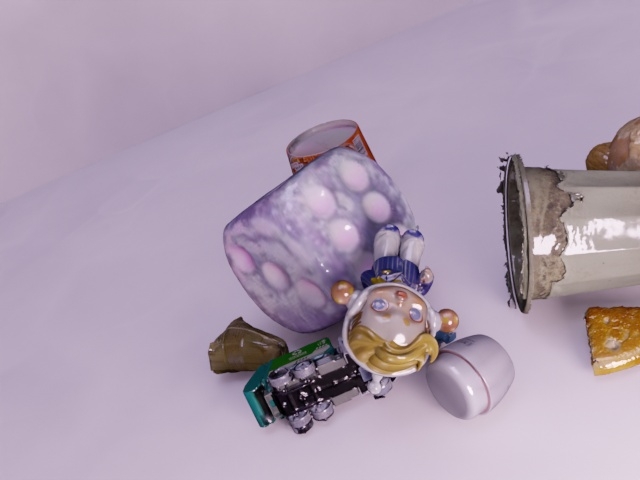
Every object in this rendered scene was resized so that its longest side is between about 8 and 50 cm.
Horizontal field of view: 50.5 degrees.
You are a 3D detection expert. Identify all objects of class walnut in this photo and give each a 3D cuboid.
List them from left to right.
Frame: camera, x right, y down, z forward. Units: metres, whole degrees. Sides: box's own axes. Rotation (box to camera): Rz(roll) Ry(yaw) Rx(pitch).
[{"bbox_3d":[0.608,-0.151,1.400,0.105,0.105,0.124,-23,40,-1],"label":"walnut"}]

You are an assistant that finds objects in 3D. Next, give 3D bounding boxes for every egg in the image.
[{"bbox_3d":[0.643,-0.143,1.255,0.234,0.194,0.195,0,17,-31],"label":"egg"}]

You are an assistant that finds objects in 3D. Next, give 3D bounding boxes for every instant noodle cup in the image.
[{"bbox_3d":[0.037,-0.182,1.745,0.251,0.192,0.250,-16,30,10],"label":"instant noodle cup"}]

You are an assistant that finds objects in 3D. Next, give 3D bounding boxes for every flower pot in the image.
[{"bbox_3d":[0.444,-0.023,1.145,0.259,0.290,0.290,-4,32,11],"label":"flower pot"}]

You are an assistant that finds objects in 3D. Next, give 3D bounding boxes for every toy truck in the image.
[{"bbox_3d":[-0.003,0.235,1.164,0.254,0.114,0.124,-23,18,-2],"label":"toy truck"}]

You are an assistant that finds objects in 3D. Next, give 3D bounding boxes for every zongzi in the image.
[{"bbox_3d":[-0.112,0.193,1.352,0.189,0.081,0.178,-5,23,18],"label":"zongzi"}]

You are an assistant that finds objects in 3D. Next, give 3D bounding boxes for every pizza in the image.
[{"bbox_3d":[0.465,0.146,1.053,0.178,0.041,0.131,-37,35,-24],"label":"pizza"}]

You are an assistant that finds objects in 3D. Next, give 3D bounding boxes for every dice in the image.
[{"bbox_3d":[0.000,0.000,1.311,0.270,0.270,0.271,-40,7,-37],"label":"dice"}]

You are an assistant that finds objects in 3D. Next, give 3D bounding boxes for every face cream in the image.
[{"bbox_3d":[0.229,0.207,1.038,0.104,0.117,0.117,-28,29,-25],"label":"face cream"}]

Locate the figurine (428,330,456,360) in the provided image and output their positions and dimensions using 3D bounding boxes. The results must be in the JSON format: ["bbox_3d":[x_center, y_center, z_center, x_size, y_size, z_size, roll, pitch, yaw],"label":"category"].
[{"bbox_3d":[0.152,0.138,1.192,0.114,0.144,0.178,-46,46,-14],"label":"figurine"}]

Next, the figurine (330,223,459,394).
[{"bbox_3d":[0.104,0.094,1.085,0.194,0.133,0.274,-1,49,-18],"label":"figurine"}]
